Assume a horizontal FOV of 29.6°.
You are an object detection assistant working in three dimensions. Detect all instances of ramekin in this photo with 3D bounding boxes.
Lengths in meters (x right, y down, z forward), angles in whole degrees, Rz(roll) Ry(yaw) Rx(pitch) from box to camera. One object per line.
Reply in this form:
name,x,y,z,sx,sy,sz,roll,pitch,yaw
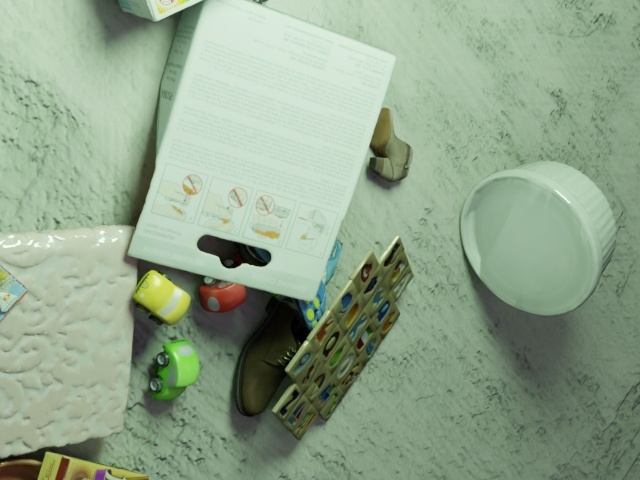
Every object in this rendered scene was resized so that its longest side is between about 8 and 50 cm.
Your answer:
ramekin,0.388,-0.016,2.109,0.127,0.272,0.273,-34,125,-42

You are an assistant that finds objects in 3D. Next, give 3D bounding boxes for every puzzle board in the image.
puzzle board,-0.443,0.084,1.538,0.128,0.011,0.096,-50,129,-13

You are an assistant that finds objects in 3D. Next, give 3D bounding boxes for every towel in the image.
towel,-0.404,0.138,1.629,0.331,0.053,0.317,-5,109,-38

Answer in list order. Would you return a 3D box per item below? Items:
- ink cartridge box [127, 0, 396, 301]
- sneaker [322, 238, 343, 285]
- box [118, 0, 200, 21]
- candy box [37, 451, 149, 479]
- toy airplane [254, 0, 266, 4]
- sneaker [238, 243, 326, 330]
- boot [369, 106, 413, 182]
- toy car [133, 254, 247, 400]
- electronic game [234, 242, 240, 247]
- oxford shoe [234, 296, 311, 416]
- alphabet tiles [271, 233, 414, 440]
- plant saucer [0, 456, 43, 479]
ink cartridge box,-0.091,-0.133,1.735,0.308,0.091,0.385,15,97,-28
sneaker,0.000,0.000,1.874,0.073,0.063,0.162,-31,136,-50
box,-0.172,-0.380,1.597,0.203,0.114,0.103,-30,120,-23
candy box,-0.329,0.370,1.726,0.186,0.053,0.109,32,70,-58
toy airplane,-0.089,-0.410,1.725,0.151,0.028,0.151,-14,113,-35
sneaker,-0.056,0.059,1.831,0.188,0.078,0.067,53,49,-25
boot,0.119,-0.154,1.981,0.087,0.042,0.119,4,103,-47
toy car,-0.192,0.141,1.781,0.239,0.053,0.225,-9,120,-54
electronic game,-0.046,-0.069,1.860,0.229,0.048,0.229,-20,124,-32
oxford shoe,-0.064,0.177,1.898,0.082,0.096,0.227,24,90,-44
alphabet tiles,0.042,0.159,1.954,0.343,0.011,0.285,-54,156,-12
plant saucer,-0.445,0.393,1.689,0.200,0.037,0.200,-13,112,-37
